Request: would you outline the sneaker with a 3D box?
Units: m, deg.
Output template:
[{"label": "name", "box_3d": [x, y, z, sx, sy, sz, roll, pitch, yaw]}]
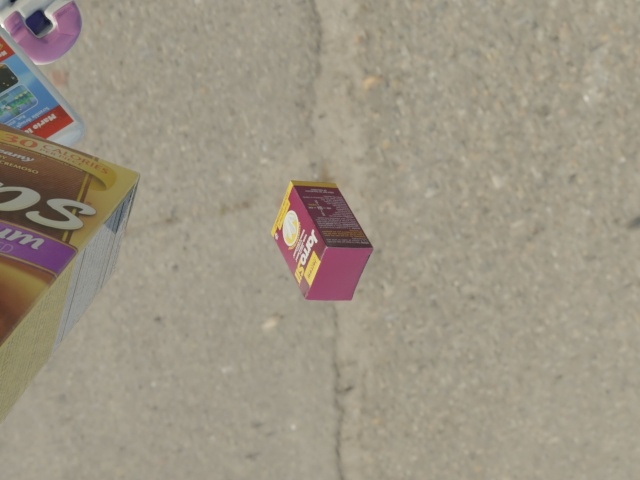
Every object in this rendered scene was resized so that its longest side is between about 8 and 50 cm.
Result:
[{"label": "sneaker", "box_3d": [-0.331, -0.275, 1.206, 0.095, 0.104, 0.236, -41, 119, -18]}]

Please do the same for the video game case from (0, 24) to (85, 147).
[{"label": "video game case", "box_3d": [-0.350, -0.136, 0.973, 0.204, 0.285, 0.025, -36, 167, -24]}]

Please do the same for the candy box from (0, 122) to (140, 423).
[{"label": "candy box", "box_3d": [-0.143, 0.010, 0.437, 0.109, 0.187, 0.053, 19, 113, 0]}]

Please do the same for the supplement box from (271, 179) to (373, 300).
[{"label": "supplement box", "box_3d": [0.000, 0.000, 0.962, 0.043, 0.083, 0.055, 2, 127, -28]}]
